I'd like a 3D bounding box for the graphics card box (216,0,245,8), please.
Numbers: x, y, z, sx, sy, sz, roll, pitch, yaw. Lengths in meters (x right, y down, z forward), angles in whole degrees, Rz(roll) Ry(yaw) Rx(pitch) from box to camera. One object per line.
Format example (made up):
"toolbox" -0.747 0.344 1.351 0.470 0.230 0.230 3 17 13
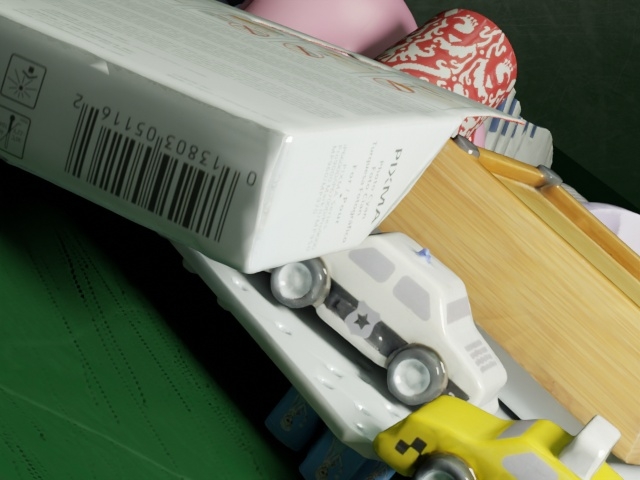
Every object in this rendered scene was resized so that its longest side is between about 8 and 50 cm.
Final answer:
"graphics card box" -0.116 -0.305 1.912 0.371 0.233 0.094 47 10 33

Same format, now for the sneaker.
"sneaker" 0.144 -0.112 2.166 0.182 0.127 0.315 18 -14 24

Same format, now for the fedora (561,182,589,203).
"fedora" 0.268 0.023 2.067 0.275 0.124 0.244 25 18 -48

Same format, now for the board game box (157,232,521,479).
"board game box" 0.019 0.058 1.332 0.390 0.050 0.390 19 22 -50

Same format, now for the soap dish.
"soap dish" 0.175 0.048 1.392 0.291 0.118 0.229 45 15 27

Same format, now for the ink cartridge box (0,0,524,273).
"ink cartridge box" -0.075 -0.091 1.243 0.308 0.091 0.385 23 13 22

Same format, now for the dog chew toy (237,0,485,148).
"dog chew toy" 0.049 -0.091 1.704 0.332 0.206 0.206 45 10 -9

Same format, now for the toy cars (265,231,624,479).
"toy cars" 0.088 0.084 1.120 0.176 0.087 0.394 27 17 -36

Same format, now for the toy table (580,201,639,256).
"toy table" 0.313 0.087 1.722 0.274 0.252 0.161 30 0 -31

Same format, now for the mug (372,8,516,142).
"mug" 0.076 -0.098 1.557 0.113 0.150 0.169 28 44 19
